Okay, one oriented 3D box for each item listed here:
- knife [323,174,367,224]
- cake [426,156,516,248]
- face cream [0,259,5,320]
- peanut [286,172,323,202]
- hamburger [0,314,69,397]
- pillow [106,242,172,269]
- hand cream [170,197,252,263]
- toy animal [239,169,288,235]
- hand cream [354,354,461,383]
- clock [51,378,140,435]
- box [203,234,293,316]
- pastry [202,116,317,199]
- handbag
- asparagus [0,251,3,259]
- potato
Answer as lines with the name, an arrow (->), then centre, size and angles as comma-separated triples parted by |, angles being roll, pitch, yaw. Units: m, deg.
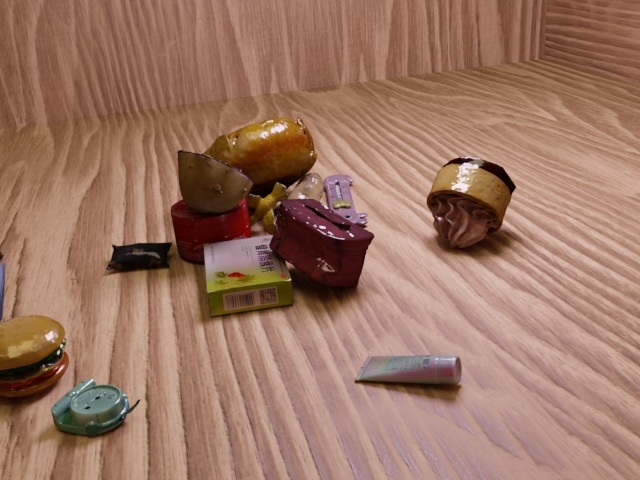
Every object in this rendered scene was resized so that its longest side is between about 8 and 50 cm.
knife -> 0.053, -0.117, 2.036 | 0.132, 0.038, 0.398 | -3, 23, -1
cake -> 0.339, -0.072, 1.709 | 0.185, 0.208, 0.178 | 28, 61, -11
face cream -> -0.657, 0.166, 1.366 | 0.086, 0.135, 0.385 | 9, 18, -7
peanut -> -0.039, -0.117, 1.976 | 0.086, 0.104, 0.228 | 24, 22, -2
hamburger -> -0.527, 0.204, 1.305 | 0.162, 0.115, 0.162 | -4, 26, 2
pillow -> -0.434, 0.035, 1.763 | 0.150, 0.048, 0.090 | -3, 21, -1
hand cream -> -0.265, -0.034, 1.796 | 0.193, 0.125, 0.193 | -3, 23, 1
toy animal -> -0.137, -0.076, 1.879 | 0.095, 0.219, 0.155 | -38, -6, -29
hand cream -> 0.149, 0.217, 1.244 | 0.174, 0.047, 0.076 | -4, 22, 25
clock -> -0.361, 0.275, 1.200 | 0.135, 0.041, 0.101 | 5, 25, 22
box -> -0.164, 0.070, 1.613 | 0.175, 0.062, 0.260 | -8, 23, -8
pastry -> -0.172, -0.209, 1.996 | 0.356, 0.164, 0.356 | -25, -8, -4
handbag -> 0.000, 0.000, 1.579 | 0.146, 0.135, 0.225 | -1, 27, -45
asparagus -> -0.886, 0.013, 1.933 | 0.025, 0.024, 0.248 | -31, 36, -35
potato -> -0.265, -0.121, 1.704 | 0.202, 0.117, 0.182 | 14, -10, 37
